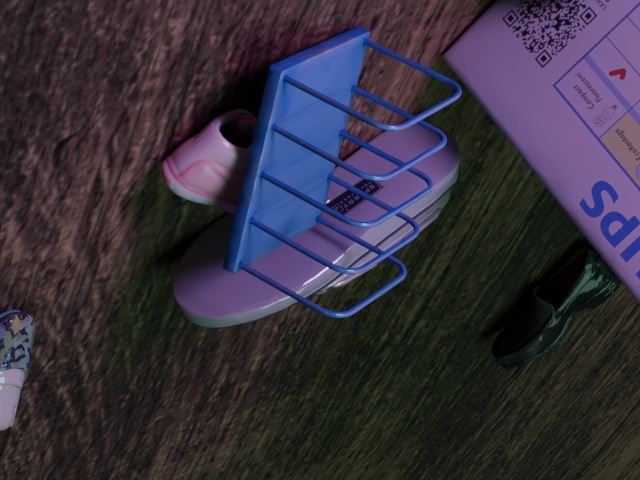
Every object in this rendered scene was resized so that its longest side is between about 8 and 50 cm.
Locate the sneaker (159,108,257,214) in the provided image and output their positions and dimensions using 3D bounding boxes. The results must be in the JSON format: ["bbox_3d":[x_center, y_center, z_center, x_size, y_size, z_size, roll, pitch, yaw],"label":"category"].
[{"bbox_3d":[-0.051,-0.057,1.299,0.070,0.051,0.134,-43,150,25],"label":"sneaker"}]

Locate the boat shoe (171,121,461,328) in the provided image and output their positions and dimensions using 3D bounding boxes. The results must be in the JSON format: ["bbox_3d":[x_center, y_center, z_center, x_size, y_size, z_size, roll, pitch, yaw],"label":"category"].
[{"bbox_3d":[0.000,0.000,1.422,0.267,0.096,0.088,-36,151,-21],"label":"boat shoe"}]

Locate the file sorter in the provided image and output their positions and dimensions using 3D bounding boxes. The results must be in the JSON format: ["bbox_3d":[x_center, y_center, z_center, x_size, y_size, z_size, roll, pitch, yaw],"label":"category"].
[{"bbox_3d":[0.018,-0.046,1.267,0.118,0.104,0.170,-31,144,-50],"label":"file sorter"}]

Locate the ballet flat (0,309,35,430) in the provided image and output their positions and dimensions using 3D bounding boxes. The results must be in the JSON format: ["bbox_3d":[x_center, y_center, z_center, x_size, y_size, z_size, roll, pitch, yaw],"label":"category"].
[{"bbox_3d":[-0.269,0.135,1.338,0.188,0.070,0.070,-48,152,22],"label":"ballet flat"}]

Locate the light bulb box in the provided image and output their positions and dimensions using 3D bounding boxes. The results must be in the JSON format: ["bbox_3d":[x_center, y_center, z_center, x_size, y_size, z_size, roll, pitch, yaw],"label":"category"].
[{"bbox_3d":[0.357,-0.125,1.342,0.361,0.358,0.225,-45,151,18],"label":"light bulb box"}]

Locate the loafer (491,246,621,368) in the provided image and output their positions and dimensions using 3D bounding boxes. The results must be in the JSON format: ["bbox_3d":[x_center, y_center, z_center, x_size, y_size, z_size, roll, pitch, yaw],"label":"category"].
[{"bbox_3d":[0.244,0.069,1.887,0.170,0.062,0.061,-45,131,10],"label":"loafer"}]
